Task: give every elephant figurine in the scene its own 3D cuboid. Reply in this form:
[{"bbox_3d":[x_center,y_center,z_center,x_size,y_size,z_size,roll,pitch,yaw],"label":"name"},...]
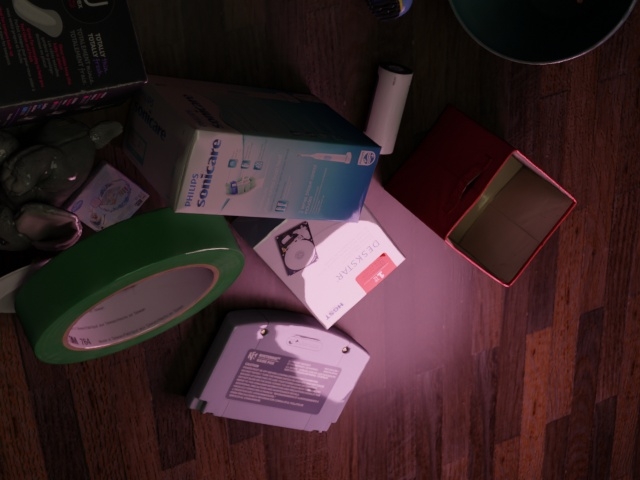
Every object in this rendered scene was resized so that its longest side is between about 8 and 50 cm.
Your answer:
[{"bbox_3d":[-0.397,-0.055,1.654,0.169,0.186,0.239,-56,164,-52],"label":"elephant figurine"}]

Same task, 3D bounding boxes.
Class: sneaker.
[{"bbox_3d":[0.085,-0.424,1.773,0.082,0.069,0.209,-50,130,-41],"label":"sneaker"}]

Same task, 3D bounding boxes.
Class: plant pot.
[{"bbox_3d":[0.350,-0.406,1.827,0.290,0.290,0.195,-65,162,16],"label":"plant pot"}]

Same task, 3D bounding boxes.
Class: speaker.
[{"bbox_3d":[0.103,-0.204,1.910,0.055,0.055,0.136,-2,119,-30],"label":"speaker"}]

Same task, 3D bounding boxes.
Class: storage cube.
[{"bbox_3d":[0.258,-0.073,1.993,0.215,0.193,0.184,33,98,-41],"label":"storage cube"}]

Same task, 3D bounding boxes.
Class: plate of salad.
[{"bbox_3d":[-0.394,0.052,1.720,0.199,0.048,0.200,-21,165,-6],"label":"plate of salad"}]

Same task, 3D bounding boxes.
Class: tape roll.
[{"bbox_3d":[-0.265,0.064,1.720,0.321,0.077,0.321,-26,163,-8],"label":"tape roll"}]

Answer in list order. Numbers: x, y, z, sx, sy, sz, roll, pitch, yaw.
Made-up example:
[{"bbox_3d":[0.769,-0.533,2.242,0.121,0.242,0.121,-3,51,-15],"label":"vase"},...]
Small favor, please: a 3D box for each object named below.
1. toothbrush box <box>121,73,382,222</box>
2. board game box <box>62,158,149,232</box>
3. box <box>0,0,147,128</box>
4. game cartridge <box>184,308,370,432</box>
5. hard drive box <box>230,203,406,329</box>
[{"bbox_3d":[-0.100,-0.129,1.727,0.295,0.216,0.126,3,115,-33],"label":"toothbrush box"},{"bbox_3d":[-0.309,-0.058,1.770,0.090,0.020,0.090,-48,131,2],"label":"board game box"},{"bbox_3d":[-0.374,-0.232,1.509,0.270,0.143,0.165,-14,89,-23],"label":"box"},{"bbox_3d":[-0.065,0.217,2.062,0.297,0.062,0.198,17,103,-37],"label":"game cartridge"},{"bbox_3d":[0.000,0.000,1.948,0.181,0.089,0.232,-43,131,-2],"label":"hard drive box"}]
